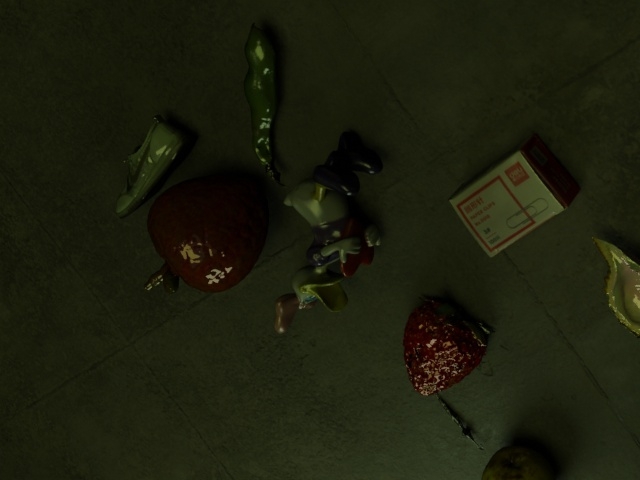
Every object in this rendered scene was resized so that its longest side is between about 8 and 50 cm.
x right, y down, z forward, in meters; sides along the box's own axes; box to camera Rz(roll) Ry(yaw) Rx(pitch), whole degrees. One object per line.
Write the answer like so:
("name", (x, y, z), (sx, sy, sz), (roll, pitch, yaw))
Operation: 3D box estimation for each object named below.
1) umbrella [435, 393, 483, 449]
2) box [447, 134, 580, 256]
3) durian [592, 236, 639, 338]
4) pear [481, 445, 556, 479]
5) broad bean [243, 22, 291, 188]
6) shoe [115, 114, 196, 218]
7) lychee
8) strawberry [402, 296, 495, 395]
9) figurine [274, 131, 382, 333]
("umbrella", (0.281, 0.372, 2.193), (0.149, 0.022, 0.022), (49, 154, 7))
("box", (0.331, -0.076, 1.853), (0.182, 0.099, 0.133), (-35, 93, 39))
("durian", (0.547, 0.073, 1.829), (0.224, 0.078, 0.140), (54, 142, 7))
("pear", (0.389, 0.483, 2.107), (0.149, 0.149, 0.162), (8, 125, 27))
("broad bean", (-0.102, -0.258, 2.035), (0.098, 0.056, 0.317), (17, 126, 44))
("shoe", (-0.364, -0.149, 2.235), (0.098, 0.103, 0.275), (45, 124, 3))
("lychee", (-0.237, -0.007, 2.139), (0.255, 0.300, 0.255), (53, 171, 13))
("strawberry", (0.212, 0.219, 2.093), (0.174, 0.098, 0.228), (41, 129, 5))
("figurine", (0.004, -0.002, 2.060), (0.193, 0.154, 0.420), (21, 124, 26))
